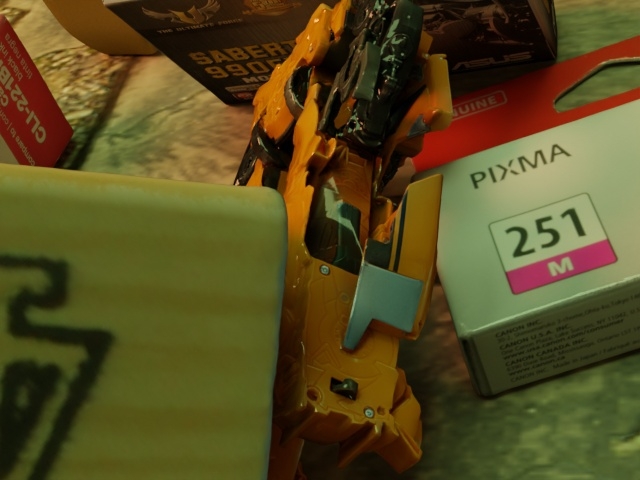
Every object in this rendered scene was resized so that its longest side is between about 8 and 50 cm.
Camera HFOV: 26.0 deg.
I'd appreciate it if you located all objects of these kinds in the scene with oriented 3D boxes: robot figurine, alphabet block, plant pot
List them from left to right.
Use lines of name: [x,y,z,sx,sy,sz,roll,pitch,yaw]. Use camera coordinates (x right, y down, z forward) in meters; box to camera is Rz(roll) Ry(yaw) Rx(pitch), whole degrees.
alphabet block: [-0.141,0.064,0.583,0.197,0.193,0.192,5,-2,-21]
plant pot: [-0.144,-0.181,1.004,0.081,0.083,0.081,4,50,27]
robot figurine: [0.000,0.000,0.709,0.211,0.085,0.291,-47,26,47]

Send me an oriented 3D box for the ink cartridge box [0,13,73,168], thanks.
ink cartridge box: [-0.314,-0.014,0.886,0.197,0.114,0.273,2,49,26]

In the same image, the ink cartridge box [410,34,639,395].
ink cartridge box: [0.185,-0.057,0.758,0.275,0.060,0.239,-18,44,5]

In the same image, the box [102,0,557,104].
box: [0.013,-0.148,0.831,0.231,0.183,0.056,-6,76,17]
